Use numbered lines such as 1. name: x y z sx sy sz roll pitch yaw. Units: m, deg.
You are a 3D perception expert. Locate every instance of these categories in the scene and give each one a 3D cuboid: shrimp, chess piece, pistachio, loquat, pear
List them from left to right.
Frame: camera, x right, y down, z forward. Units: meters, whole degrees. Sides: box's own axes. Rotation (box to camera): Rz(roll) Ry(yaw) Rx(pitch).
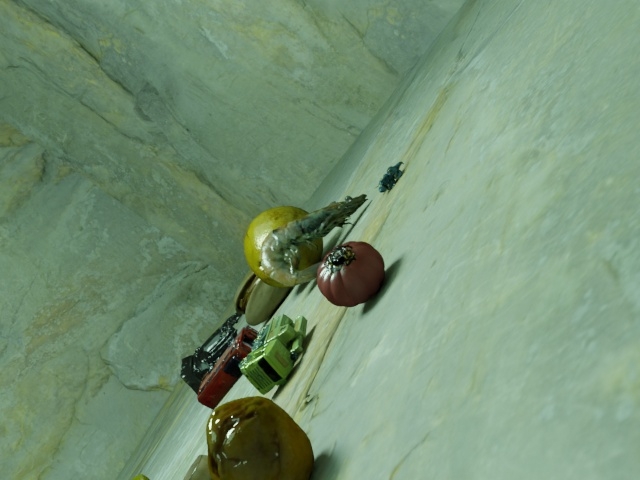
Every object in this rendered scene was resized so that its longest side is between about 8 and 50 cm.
1. chess piece: -0.221 0.428 1.404 0.084 0.038 0.084 -52 8 11
2. loquat: -0.069 0.239 0.848 0.113 0.137 0.137 -27 10 8
3. pistachio: -0.156 0.139 2.152 0.206 0.131 0.129 -57 46 17
4. pear: -0.093 0.021 1.940 0.209 0.208 0.209 -54 6 8
5. shrimp: 0.000 0.000 1.799 0.295 0.169 0.058 -28 -28 -2

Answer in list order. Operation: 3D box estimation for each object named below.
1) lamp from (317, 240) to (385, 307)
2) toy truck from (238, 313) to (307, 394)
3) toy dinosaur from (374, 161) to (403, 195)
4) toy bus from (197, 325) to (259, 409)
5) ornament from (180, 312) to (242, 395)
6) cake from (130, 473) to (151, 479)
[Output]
1. lamp: 0.046 0.050 1.164 0.107 0.092 0.108 -21 37 17
2. toy truck: -0.073 0.194 1.394 0.100 0.077 0.169 -37 9 24
3. toy dinosaur: 0.151 -0.137 1.682 0.083 0.030 0.047 -53 8 8
4. toy bus: -0.229 0.321 1.959 0.235 0.073 0.096 -52 15 27
5. ornament: -0.326 0.349 2.474 0.260 0.106 0.251 -46 13 1
6. cake: -0.280 0.460 1.138 0.179 0.156 0.260 -38 12 3
